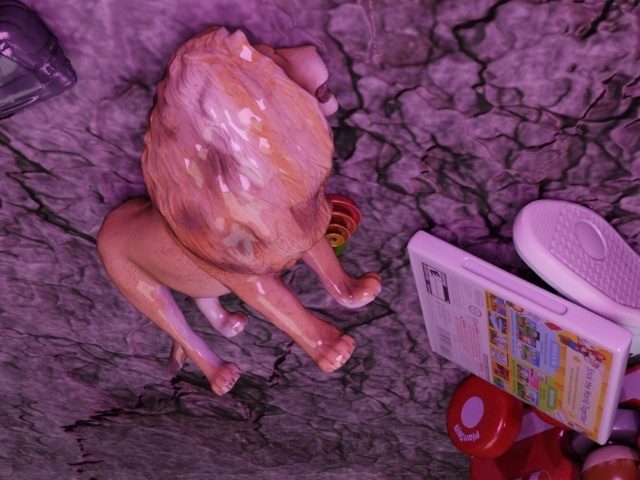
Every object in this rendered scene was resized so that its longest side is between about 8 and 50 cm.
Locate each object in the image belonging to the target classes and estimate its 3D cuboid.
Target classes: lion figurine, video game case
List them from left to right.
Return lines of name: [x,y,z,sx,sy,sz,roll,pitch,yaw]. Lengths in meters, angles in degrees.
lion figurine: [-0.101,0.001,0.699,0.240,0.142,0.392,46,138,-16]
video game case: [0.186,0.097,0.818,0.206,0.026,0.227,28,158,27]

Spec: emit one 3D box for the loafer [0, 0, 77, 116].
loafer: [-0.278,-0.097,0.626,0.223,0.076,0.078,-19,132,24]

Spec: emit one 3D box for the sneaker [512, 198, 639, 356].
sneaker: [0.230,0.059,0.799,0.256,0.094,0.151,28,142,-30]

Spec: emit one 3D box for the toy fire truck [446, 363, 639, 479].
toy fire truck: [0.282,0.268,0.958,0.169,0.253,0.302,25,140,-29]

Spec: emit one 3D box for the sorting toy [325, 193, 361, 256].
sorting toy: [0.000,0.000,0.776,0.061,0.042,0.102,9,146,-8]
